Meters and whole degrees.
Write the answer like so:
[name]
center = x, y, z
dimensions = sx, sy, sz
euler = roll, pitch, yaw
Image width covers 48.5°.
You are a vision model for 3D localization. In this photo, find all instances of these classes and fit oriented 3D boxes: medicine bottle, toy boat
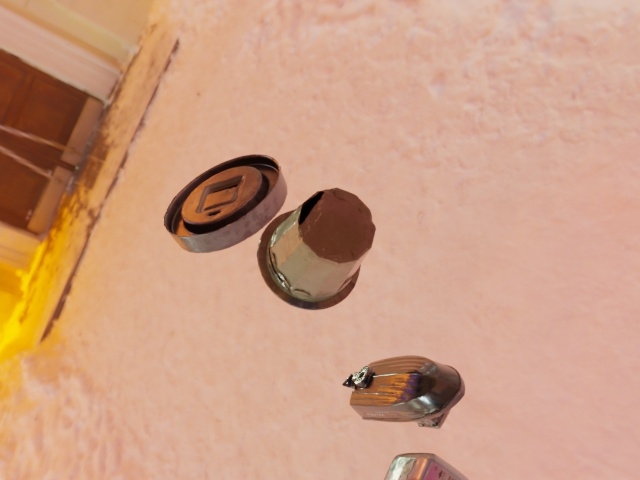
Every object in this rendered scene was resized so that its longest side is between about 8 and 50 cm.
[medicine bottle]
center = 0.133, 0.421, 1.064
dimensions = 0.188, 0.094, 0.119
euler = -58, 14, -28
[toy boat]
center = 0.160, 0.267, 1.246
dimensions = 0.114, 0.122, 0.296
euler = -60, 17, -23

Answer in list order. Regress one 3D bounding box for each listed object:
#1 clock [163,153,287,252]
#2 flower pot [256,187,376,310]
[clock]
center = -0.223, -0.092, 1.692
dimensions = 0.312, 0.061, 0.313
euler = -19, 35, 14
[flower pot]
center = 0.000, 0.000, 1.320
dimensions = 0.202, 0.212, 0.212
euler = 121, 161, -63
